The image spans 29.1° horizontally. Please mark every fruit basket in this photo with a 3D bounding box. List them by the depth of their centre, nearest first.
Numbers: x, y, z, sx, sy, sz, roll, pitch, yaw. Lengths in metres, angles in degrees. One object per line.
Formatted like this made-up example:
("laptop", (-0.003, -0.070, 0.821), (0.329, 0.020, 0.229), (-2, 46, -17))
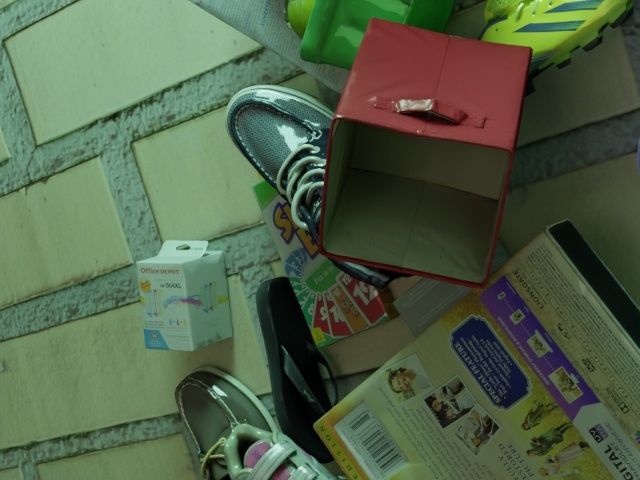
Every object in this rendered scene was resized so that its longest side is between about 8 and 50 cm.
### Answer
("fruit basket", (0.010, -0.356, 1.443), (0.353, 0.165, 0.327), (37, 125, 30))

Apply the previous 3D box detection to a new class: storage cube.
("storage cube", (0.111, -0.094, 1.303), (0.184, 0.193, 0.215), (11, 133, 7))

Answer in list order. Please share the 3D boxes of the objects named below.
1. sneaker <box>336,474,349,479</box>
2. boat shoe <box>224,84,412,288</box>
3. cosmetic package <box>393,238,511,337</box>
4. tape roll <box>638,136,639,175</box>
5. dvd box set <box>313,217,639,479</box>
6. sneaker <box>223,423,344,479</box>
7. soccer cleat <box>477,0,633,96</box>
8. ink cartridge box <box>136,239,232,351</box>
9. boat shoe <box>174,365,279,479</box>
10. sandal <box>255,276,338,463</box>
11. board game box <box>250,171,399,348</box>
("sneaker", (0.048, 0.412, 1.629), (0.088, 0.093, 0.225), (-7, 111, 16))
("boat shoe", (0.001, -0.072, 1.472), (0.340, 0.158, 0.127), (34, 111, 14))
("cosmetic package", (0.209, 0.127, 1.438), (0.127, 0.107, 0.238), (-40, 80, 35))
("tape roll", (0.432, -0.039, 1.160), (0.275, 0.090, 0.275), (47, 160, 22))
("dvd box set", (0.211, 0.218, 1.358), (0.307, 0.062, 0.420), (53, 127, 12))
("sneaker", (-0.045, 0.304, 1.526), (0.252, 0.103, 0.111), (16, 150, 51))
("soccer cleat", (0.239, -0.241, 1.337), (0.289, 0.093, 0.121), (-36, 88, 36))
("ink cartridge box", (-0.191, 0.073, 1.712), (0.092, 0.090, 0.143), (-1, 100, 35))
("boat shoe", (-0.106, 0.317, 1.700), (0.116, 0.097, 0.324), (-44, 74, 33))
("sandal", (-0.023, 0.171, 1.611), (0.054, 0.097, 0.254), (-17, 90, 36))
("board game box", (0.000, 0.000, 1.600), (0.124, 0.039, 0.259), (-26, 82, 35))
